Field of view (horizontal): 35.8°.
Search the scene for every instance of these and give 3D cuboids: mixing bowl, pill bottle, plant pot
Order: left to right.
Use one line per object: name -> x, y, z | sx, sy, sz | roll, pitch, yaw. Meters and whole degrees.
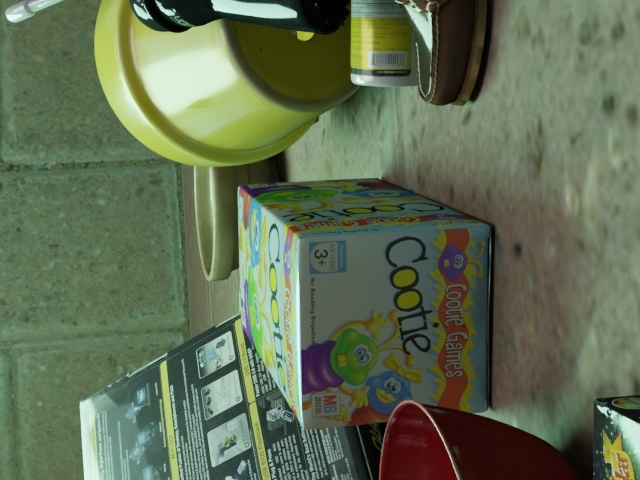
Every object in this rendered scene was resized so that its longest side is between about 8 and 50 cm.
plant pot -> -0.122, -0.061, 1.472 | 0.237, 0.109, 0.237 | 177, 90, -76
plant pot -> -0.069, -0.201, 0.986 | 0.239, 0.254, 0.254 | 7, 100, 60
pill bottle -> 0.056, -0.183, 0.790 | 0.065, 0.065, 0.116 | -135, 44, -70
mixing bowl -> 0.106, 0.183, 0.595 | 0.181, 0.098, 0.181 | 177, 90, -76

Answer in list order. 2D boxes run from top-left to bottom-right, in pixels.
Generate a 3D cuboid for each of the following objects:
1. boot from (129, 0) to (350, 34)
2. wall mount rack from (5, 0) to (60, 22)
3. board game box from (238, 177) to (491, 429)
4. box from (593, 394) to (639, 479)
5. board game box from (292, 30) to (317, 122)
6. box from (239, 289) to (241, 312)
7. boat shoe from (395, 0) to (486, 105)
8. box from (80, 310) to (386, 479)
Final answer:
boot -> -0.038, -0.277, 0.781 | 0.207, 0.094, 0.246 | 7, 80, 38
wall mount rack -> -0.184, -0.356, 0.976 | 0.350, 0.130, 0.304 | -62, 1, -42
board game box -> 0.022, 0.037, 0.821 | 0.275, 0.142, 0.144 | -144, 52, -73
box -> 0.175, 0.199, 0.427 | 0.159, 0.044, 0.233 | -159, 66, -75
board game box -> -0.049, -0.260, 1.261 | 0.165, 0.042, 0.243 | 173, 93, -76
box -> -0.104, 0.177, 1.596 | 0.109, 0.042, 0.178 | -139, 47, -73
boat shoe -> 0.077, -0.194, 0.688 | 0.073, 0.073, 0.207 | -125, 33, -64
box -> -0.078, 0.261, 0.963 | 0.097, 0.318, 0.395 | 48, -163, -44
